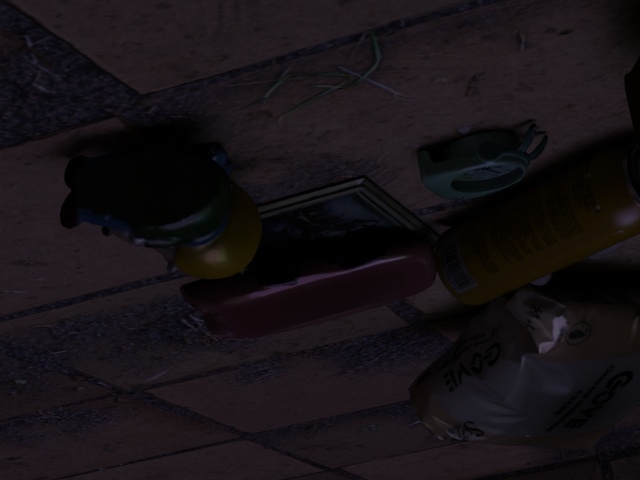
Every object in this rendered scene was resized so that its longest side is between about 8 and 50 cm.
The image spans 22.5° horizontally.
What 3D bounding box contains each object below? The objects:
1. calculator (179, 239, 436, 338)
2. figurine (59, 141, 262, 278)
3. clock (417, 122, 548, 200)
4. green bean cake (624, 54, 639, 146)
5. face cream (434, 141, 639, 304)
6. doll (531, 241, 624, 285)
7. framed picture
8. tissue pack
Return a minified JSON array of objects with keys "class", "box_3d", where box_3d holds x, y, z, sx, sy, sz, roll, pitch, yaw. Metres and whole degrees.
[{"class":"calculator","box_3d":[0.000,0.061,2.021,0.330,0.048,0.220,-13,161,4]},{"class":"figurine","box_3d":[-0.159,-0.024,1.648,0.185,0.127,0.234,-6,172,5]},{"class":"clock","box_3d":[0.180,-0.085,1.733,0.135,0.041,0.101,-17,159,21]},{"class":"green bean cake","box_3d":[0.381,-0.090,1.433,0.202,0.285,0.310,-8,161,12]},{"class":"face cream","box_3d":[0.283,-0.025,1.860,0.105,0.105,0.349,6,156,-38]},{"class":"doll","box_3d":[0.298,0.011,2.048,0.161,0.059,0.160,-7,160,-7]},{"class":"framed picture","box_3d":[0.000,0.000,1.938,0.232,0.019,0.296,-15,161,19]},{"class":"tissue pack","box_3d":[0.356,0.169,2.367,0.390,0.195,0.375,3,146,-32]}]
